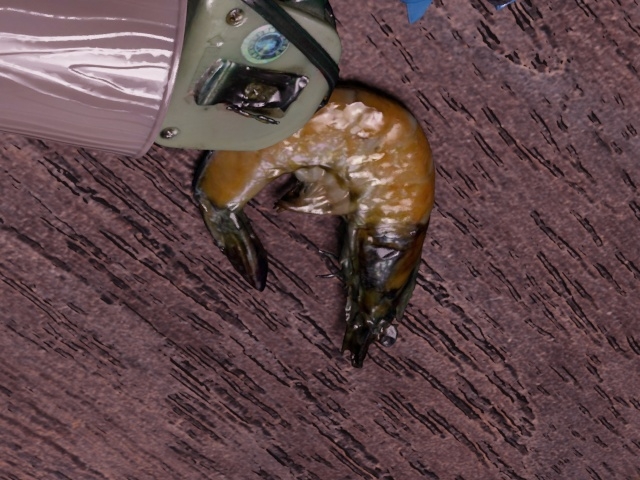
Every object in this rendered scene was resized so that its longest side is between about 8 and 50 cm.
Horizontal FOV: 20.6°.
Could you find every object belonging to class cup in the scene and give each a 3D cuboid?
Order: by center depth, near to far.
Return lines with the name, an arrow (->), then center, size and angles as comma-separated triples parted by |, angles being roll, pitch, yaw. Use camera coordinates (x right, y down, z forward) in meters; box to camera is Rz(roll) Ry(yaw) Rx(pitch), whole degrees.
cup -> -0.261, -0.223, 1.605 | 0.273, 0.208, 0.288 | 7, 136, -19

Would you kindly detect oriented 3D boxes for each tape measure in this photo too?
tape measure -> -0.067, -0.192, 1.744 | 0.207, 0.115, 0.235 | 3, 136, -28

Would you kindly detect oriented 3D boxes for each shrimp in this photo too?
shrimp -> 0.000, 0.000, 2.018 | 0.272, 0.085, 0.445 | -6, 136, 0

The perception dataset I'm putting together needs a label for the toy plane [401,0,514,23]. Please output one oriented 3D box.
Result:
toy plane -> 0.177, -0.304, 1.710 | 0.271, 0.105, 0.254 | -25, 152, 19
